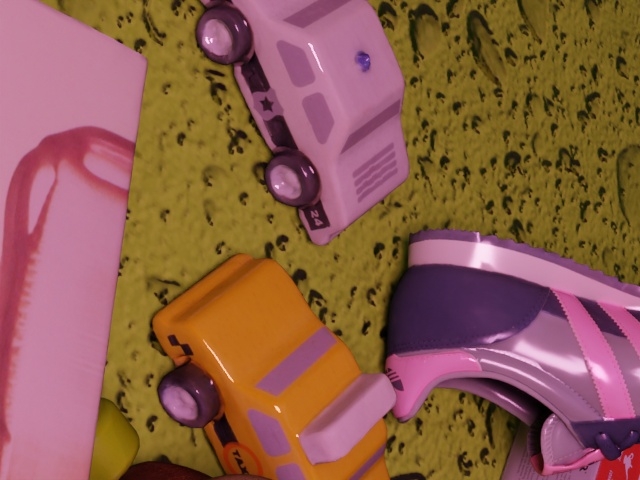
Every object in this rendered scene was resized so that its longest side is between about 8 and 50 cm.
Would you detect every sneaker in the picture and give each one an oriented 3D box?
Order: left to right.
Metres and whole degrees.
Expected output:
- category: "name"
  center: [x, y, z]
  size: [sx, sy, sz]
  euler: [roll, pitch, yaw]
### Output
- category: "sneaker"
  center: [0.192, 0.098, 0.879]
  size: [0.319, 0.112, 0.131]
  euler: [17, 75, 2]

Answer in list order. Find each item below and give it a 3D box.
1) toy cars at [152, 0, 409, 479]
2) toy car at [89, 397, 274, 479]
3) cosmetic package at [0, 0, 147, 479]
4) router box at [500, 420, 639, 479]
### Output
- category: "toy cars"
  center: [0.000, 0.000, 0.794]
  size: [0.176, 0.087, 0.393]
  euler: [19, 67, -43]
- category: "toy car"
  center: [-0.050, 0.162, 0.629]
  size: [0.155, 0.188, 0.149]
  euler: [55, 47, -22]
- category: "cosmetic package"
  center: [-0.177, 0.053, 0.551]
  size: [0.129, 0.153, 0.296]
  euler: [23, 67, -43]
- category: "router box"
  center: [0.203, 0.324, 0.935]
  size: [0.301, 0.082, 0.335]
  euler: [46, 51, -29]
